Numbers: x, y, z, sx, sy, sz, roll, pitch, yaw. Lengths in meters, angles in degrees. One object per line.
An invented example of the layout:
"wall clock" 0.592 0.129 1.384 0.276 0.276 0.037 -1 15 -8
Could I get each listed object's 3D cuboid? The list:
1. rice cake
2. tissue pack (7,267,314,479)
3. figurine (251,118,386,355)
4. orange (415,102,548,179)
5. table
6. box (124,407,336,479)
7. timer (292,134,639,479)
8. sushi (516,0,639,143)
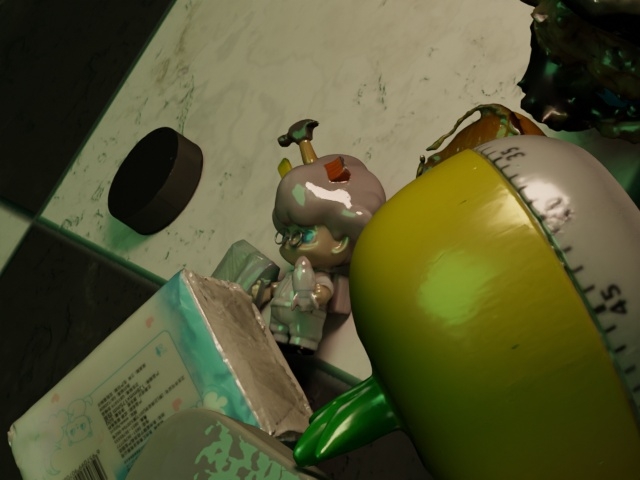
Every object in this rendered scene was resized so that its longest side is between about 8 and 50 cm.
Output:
"rice cake" -0.125 0.104 1.389 0.222 0.042 0.080 -54 39 -2
"tissue pack" -0.150 0.185 1.239 0.271 0.124 0.201 -41 59 19
"figurine" 0.000 0.000 1.278 0.137 0.112 0.229 -4 71 58
"orange" 0.155 -0.028 1.109 0.160 0.112 0.170 28 111 46
"table" -0.206 -0.075 1.638 0.133 0.043 0.134 -30 41 31
"box" -0.050 0.341 0.864 0.373 0.090 0.367 29 87 36
"timer" 0.099 0.083 0.903 0.285 0.285 0.285 -31 41 30
"sushi" 0.262 -0.196 1.072 0.225 0.219 0.238 32 55 22
